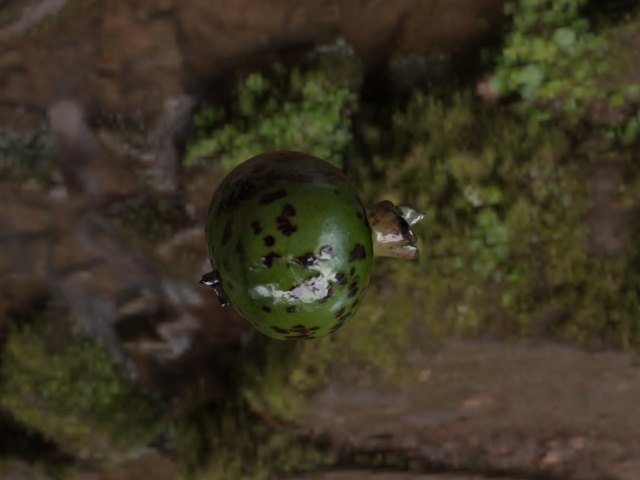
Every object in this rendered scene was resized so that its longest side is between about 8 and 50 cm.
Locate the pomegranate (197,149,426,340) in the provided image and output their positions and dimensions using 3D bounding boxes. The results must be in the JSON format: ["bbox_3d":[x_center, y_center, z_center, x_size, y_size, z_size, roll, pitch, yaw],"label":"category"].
[{"bbox_3d":[0.000,0.000,1.011,0.161,0.122,0.122,-10,148,-18],"label":"pomegranate"}]
